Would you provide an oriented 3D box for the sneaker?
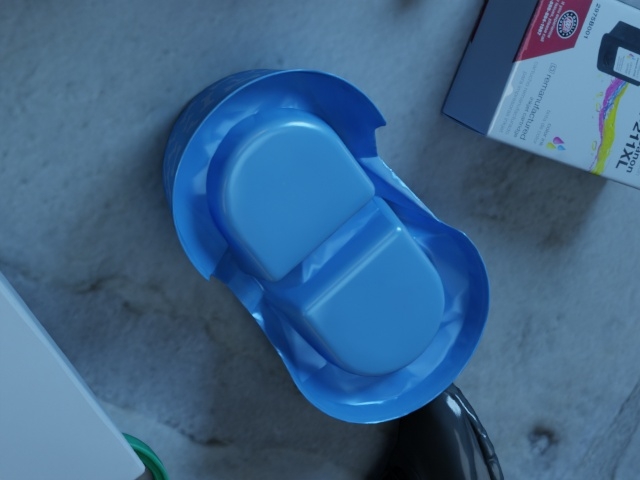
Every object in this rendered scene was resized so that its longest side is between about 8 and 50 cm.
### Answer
[{"bbox_3d":[0.071,0.240,1.267,0.130,0.109,0.286,-6,110,-17],"label":"sneaker"}]

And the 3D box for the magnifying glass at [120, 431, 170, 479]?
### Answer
[{"bbox_3d":[-0.132,0.239,1.215,0.092,0.026,0.231,-31,117,-12],"label":"magnifying glass"}]

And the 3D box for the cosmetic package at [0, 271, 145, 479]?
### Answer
[{"bbox_3d":[-0.304,0.050,0.985,0.217,0.156,0.385,-35,121,-9],"label":"cosmetic package"}]

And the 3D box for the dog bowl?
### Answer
[{"bbox_3d":[0.000,0.000,1.157,0.166,0.074,0.297,-42,120,-6],"label":"dog bowl"}]

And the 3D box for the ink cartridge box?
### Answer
[{"bbox_3d":[0.198,-0.120,1.205,0.175,0.072,0.127,16,101,-29],"label":"ink cartridge box"}]
